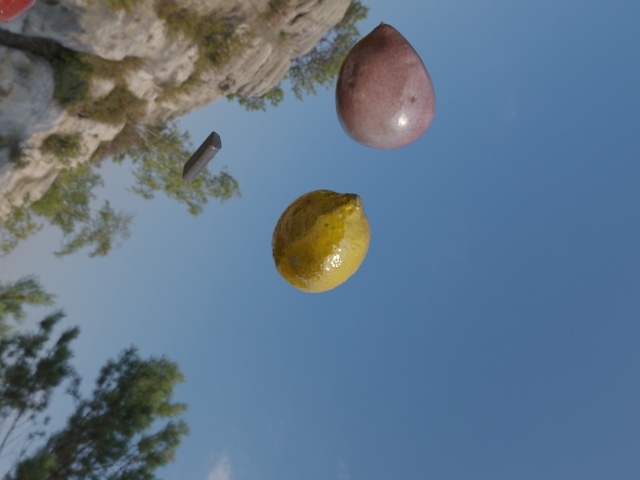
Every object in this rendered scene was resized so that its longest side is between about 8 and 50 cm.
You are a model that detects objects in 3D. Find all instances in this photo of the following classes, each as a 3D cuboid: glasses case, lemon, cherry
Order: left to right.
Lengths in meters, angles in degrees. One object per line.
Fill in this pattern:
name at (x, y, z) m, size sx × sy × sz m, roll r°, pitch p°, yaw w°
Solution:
glasses case at (-0.392, -0.272, 1.513) m, size 0.190 × 0.042 × 0.072 m, roll -37°, pitch -130°, yaw 35°
lemon at (0.000, 0.000, 0.908) m, size 0.257 × 0.188 × 0.188 m, roll -53°, pitch -153°, yaw 39°
cherry at (0.127, -0.318, 0.998) m, size 0.206 × 0.239 × 0.239 m, roll -45°, pitch -149°, yaw -3°

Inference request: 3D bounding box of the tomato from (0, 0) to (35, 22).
tomato at (-0.718, -0.623, 0.922) m, size 0.341 × 0.341 × 0.273 m, roll -49°, pitch -129°, yaw 12°
